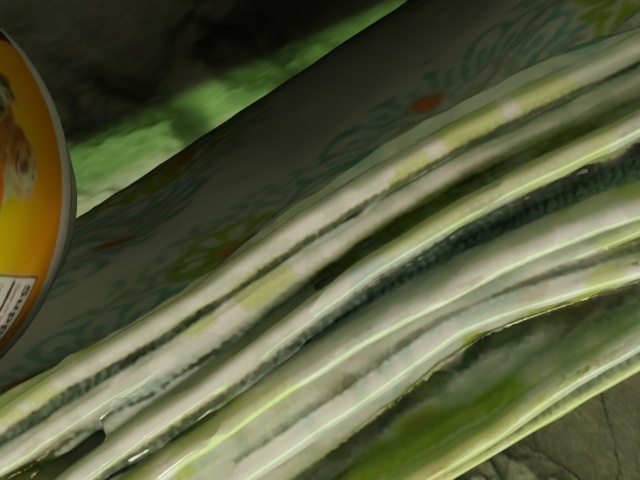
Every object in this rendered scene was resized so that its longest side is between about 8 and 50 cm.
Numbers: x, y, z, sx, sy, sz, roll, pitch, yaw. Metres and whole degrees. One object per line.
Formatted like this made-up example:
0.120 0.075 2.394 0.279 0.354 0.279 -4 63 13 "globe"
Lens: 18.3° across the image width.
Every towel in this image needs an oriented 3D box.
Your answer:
0.000 0.000 0.642 0.320 0.090 0.374 -30 -170 2 "towel"

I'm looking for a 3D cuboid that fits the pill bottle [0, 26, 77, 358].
-0.133 -0.014 0.469 0.117 0.117 0.215 -25 173 11 "pill bottle"
